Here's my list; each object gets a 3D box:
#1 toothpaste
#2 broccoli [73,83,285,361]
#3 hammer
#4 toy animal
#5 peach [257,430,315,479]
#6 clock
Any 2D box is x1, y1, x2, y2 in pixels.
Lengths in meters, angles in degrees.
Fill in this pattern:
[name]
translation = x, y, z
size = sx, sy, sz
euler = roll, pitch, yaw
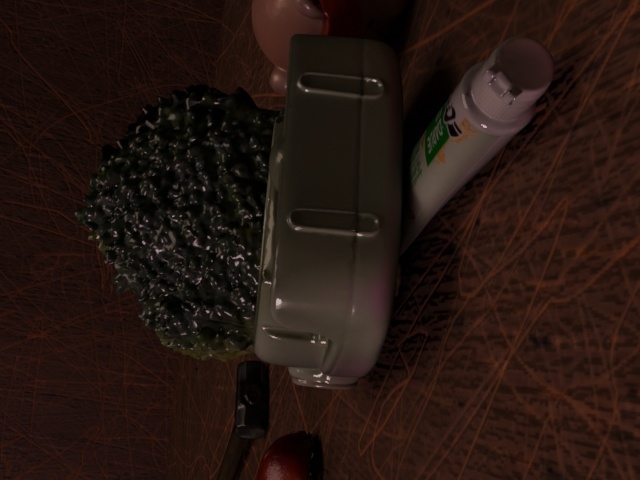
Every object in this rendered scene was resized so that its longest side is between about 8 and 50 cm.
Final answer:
[toothpaste]
translation = 0.095, -0.063, 0.750
size = 0.058, 0.056, 0.314
euler = -43, -4, -19
[broccoli]
translation = -0.095, -0.020, 1.220
size = 0.293, 0.348, 0.281
euler = -42, -17, 7
[hammer]
translation = -0.135, 0.325, 1.560
size = 0.365, 0.043, 0.111
euler = 110, 163, -48
[toy animal]
translation = 0.007, -0.253, 1.032
size = 0.171, 0.171, 0.197
euler = 119, 163, -59
[peach]
translation = -0.038, 0.255, 1.106
size = 0.098, 0.061, 0.098
euler = -176, 90, -84
[clock]
translation = 0.000, 0.000, 0.917
size = 0.324, 0.109, 0.265
euler = 103, 170, -63
